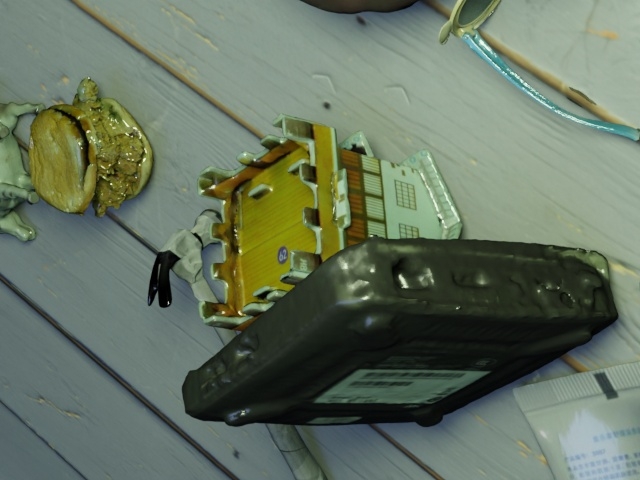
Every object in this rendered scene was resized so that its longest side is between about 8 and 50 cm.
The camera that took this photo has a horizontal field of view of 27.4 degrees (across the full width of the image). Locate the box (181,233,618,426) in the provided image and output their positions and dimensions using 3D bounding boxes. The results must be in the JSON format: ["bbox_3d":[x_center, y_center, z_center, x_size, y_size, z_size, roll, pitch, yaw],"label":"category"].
[{"bbox_3d":[0.080,0.107,1.321,0.350,0.359,0.091,-41,53,47],"label":"box"}]

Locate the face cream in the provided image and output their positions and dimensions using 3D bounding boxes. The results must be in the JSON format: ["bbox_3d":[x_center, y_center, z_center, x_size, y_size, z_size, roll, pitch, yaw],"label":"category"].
[{"bbox_3d":[0.361,0.332,1.379,0.235,0.137,0.420,-20,92,48],"label":"face cream"}]

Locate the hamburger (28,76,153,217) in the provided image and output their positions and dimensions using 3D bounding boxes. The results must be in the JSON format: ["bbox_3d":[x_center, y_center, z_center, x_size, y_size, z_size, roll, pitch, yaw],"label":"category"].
[{"bbox_3d":[-0.295,-0.123,1.690,0.159,0.131,0.185,26,124,41],"label":"hamburger"}]

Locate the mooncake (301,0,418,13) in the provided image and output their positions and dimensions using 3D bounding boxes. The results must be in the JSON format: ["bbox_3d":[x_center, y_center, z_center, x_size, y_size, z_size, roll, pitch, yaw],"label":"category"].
[{"bbox_3d":[0.041,-0.356,1.217,0.283,0.141,0.283,17,124,27],"label":"mooncake"}]

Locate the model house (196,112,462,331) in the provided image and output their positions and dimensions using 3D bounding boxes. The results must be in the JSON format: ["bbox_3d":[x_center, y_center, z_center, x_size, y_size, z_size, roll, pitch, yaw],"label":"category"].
[{"bbox_3d":[0.000,0.000,1.421,0.224,0.215,0.198,-31,53,47],"label":"model house"}]

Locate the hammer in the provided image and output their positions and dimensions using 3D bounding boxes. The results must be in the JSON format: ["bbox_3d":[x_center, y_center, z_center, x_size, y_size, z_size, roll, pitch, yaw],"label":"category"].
[{"bbox_3d":[-0.084,0.169,1.697,0.044,0.152,0.427,-11,117,42],"label":"hammer"}]

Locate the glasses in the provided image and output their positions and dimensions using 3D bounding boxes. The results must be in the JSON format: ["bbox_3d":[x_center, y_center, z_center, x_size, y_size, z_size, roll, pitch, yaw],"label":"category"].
[{"bbox_3d":[0.243,-0.203,1.204,0.220,0.088,0.189,34,136,-5],"label":"glasses"}]

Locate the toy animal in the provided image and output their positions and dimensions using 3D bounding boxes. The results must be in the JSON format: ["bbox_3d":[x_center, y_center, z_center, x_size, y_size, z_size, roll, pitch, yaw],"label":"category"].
[{"bbox_3d":[-0.441,-0.092,1.871,0.170,0.090,0.255,25,127,34],"label":"toy animal"}]
